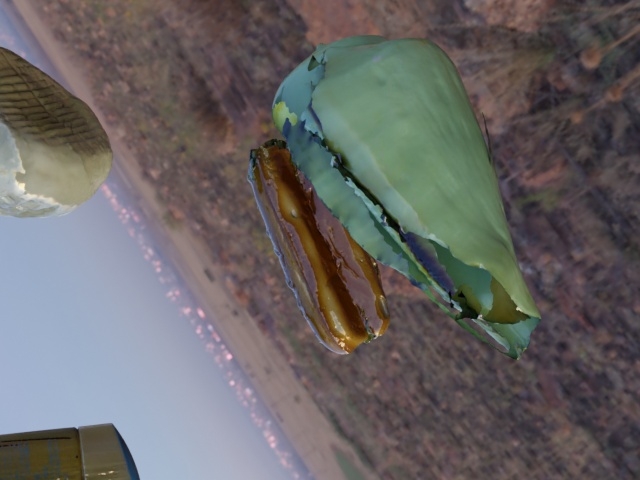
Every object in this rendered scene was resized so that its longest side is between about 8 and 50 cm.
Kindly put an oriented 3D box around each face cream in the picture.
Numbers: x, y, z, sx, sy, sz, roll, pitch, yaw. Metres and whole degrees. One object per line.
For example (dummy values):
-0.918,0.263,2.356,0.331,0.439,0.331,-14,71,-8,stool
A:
-0.354,0.298,1.119,0.067,0.285,0.139,154,112,-68,face cream

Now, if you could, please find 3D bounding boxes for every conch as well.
0.050,-0.043,0.638,0.143,0.137,0.250,81,174,-56,conch

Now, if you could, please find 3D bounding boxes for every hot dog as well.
0.000,0.000,1.080,0.072,0.115,0.268,125,126,-67,hot dog

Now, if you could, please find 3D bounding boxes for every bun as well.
-0.359,-0.113,1.072,0.229,0.145,0.229,38,-162,-15,bun
